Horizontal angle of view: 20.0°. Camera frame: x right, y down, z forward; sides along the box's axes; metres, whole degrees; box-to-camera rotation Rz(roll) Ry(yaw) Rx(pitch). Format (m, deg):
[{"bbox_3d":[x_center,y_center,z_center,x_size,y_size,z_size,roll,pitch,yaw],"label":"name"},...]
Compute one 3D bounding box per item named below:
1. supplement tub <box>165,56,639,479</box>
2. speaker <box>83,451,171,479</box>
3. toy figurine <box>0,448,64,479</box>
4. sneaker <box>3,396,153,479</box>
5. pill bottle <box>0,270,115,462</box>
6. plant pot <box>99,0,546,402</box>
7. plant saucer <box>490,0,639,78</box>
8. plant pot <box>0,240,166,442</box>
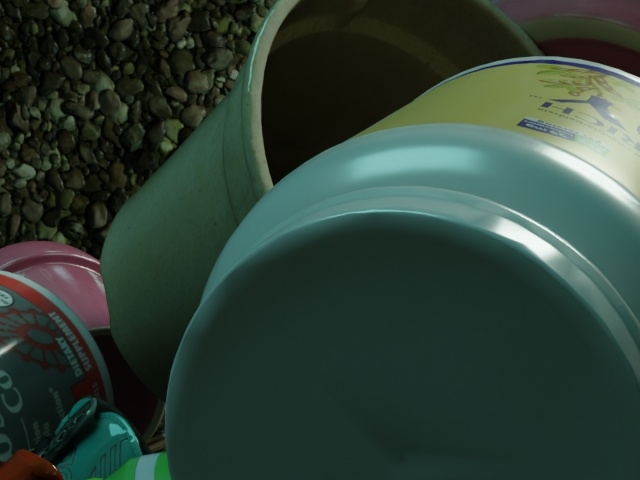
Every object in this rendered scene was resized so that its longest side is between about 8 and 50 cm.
[{"bbox_3d":[0.082,0.048,0.868,0.241,0.241,0.331,-18,7,21],"label":"supplement tub"},{"bbox_3d":[-0.175,0.203,0.902,0.297,0.131,0.131,-20,6,5],"label":"speaker"},{"bbox_3d":[-0.140,0.186,0.579,0.210,0.213,0.148,-20,22,38],"label":"toy figurine"},{"bbox_3d":[-0.179,0.186,1.118,0.178,0.123,0.295,-28,2,24],"label":"sneaker"},{"bbox_3d":[-0.323,0.165,1.307,0.210,0.210,0.363,-17,8,29],"label":"pill bottle"},{"bbox_3d":[0.000,0.000,1.392,0.334,0.333,0.305,-26,-3,-42],"label":"plant pot"},{"bbox_3d":[0.250,-0.109,1.451,0.332,0.332,0.084,-13,35,50],"label":"plant saucer"},{"bbox_3d":[-0.228,0.115,1.604,0.201,0.201,0.180,-23,23,-23],"label":"plant pot"}]
